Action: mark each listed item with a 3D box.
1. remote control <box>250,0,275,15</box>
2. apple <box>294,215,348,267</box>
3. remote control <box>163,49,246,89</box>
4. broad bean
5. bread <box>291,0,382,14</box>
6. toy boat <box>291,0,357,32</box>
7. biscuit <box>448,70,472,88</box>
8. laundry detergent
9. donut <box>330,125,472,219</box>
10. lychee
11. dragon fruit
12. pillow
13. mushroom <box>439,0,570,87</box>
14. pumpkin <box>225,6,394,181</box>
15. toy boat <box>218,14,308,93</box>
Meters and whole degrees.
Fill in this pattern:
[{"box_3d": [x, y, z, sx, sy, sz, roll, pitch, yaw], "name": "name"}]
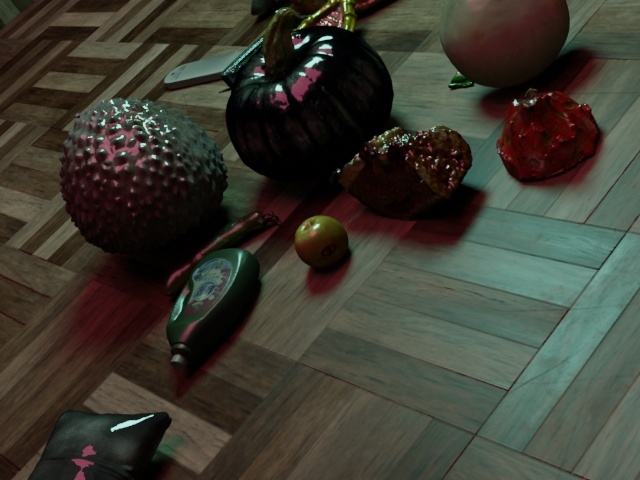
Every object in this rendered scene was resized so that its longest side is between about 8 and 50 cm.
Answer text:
[{"box_3d": [-0.122, -0.649, 2.351, 0.038, 0.310, 0.090, 18, 40, 16], "name": "remote control"}, {"box_3d": [0.000, 0.000, 1.571, 0.084, 0.071, 0.084, -23, 32, 15], "name": "apple"}, {"box_3d": [-0.252, -0.378, 2.340, 0.245, 0.022, 0.077, -6, 39, 37], "name": "remote control"}, {"box_3d": [-0.170, 0.015, 1.733, 0.226, 0.039, 0.069, -35, 38, -2], "name": "broad bean"}, {"box_3d": [0.050, -0.641, 2.213, 0.358, 0.204, 0.337, 26, 82, 39], "name": "bread"}, {"box_3d": [-0.026, -0.368, 2.045, 0.141, 0.099, 0.318, 25, 58, 26], "name": "toy boat"}, {"box_3d": [0.253, -0.292, 1.786, 0.046, 0.016, 0.089, 2, 47, 43], "name": "biscuit"}, {"box_3d": [-0.179, 0.109, 1.597, 0.137, 0.063, 0.211, -8, 43, 38], "name": "laundry detergent"}, {"box_3d": [0.126, -0.104, 1.572, 0.126, 0.144, 0.186, -44, 3, -27], "name": "donut"}, {"box_3d": [-0.300, -0.111, 1.803, 0.300, 0.300, 0.300, -23, 34, 16], "name": "lychee"}, {"box_3d": [0.310, -0.175, 1.498, 0.153, 0.111, 0.153, -20, 34, 14], "name": "dragon fruit"}, {"box_3d": [-0.318, 0.327, 1.388, 0.186, 0.106, 0.250, -4, 44, 27], "name": "pillow"}, {"box_3d": [0.295, -0.342, 1.691, 0.204, 0.204, 0.204, -23, 34, 16], "name": "mushroom"}, {"box_3d": [-0.036, -0.244, 1.740, 0.295, 0.296, 0.296, -23, 34, 16], "name": "pumpkin"}, {"box_3d": [-0.094, -0.368, 2.121, 0.246, 0.093, 0.103, -43, 26, -16], "name": "toy boat"}]
